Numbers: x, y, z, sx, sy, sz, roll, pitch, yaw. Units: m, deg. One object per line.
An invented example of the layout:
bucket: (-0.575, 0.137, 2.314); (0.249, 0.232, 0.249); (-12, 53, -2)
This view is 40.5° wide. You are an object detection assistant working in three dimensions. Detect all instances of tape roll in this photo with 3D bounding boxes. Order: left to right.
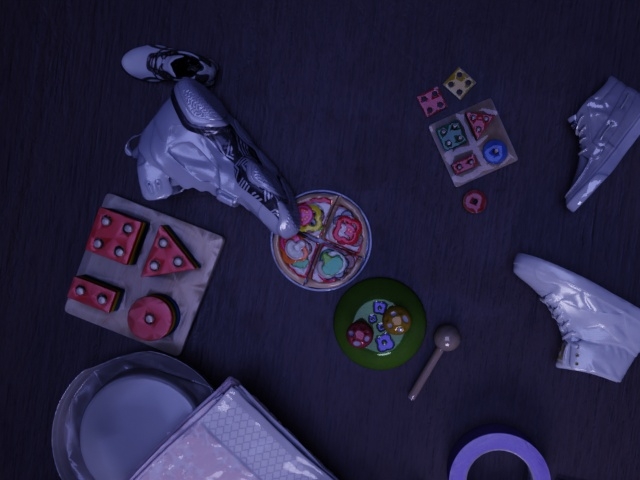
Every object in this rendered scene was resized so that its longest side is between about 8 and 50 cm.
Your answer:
tape roll: (0.337, 0.451, 1.654); (0.189, 0.080, 0.188); (0, 90, 6)

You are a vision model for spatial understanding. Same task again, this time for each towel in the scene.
towel: (-0.163, 0.473, 1.623); (0.317, 0.053, 0.332); (-45, 102, -3)

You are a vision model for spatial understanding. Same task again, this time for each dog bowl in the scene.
dog bowl: (-0.340, 0.381, 1.705); (0.349, 0.102, 0.348); (0, 92, 5)

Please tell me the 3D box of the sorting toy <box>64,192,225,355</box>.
sorting toy: (-0.355, 0.068, 1.708); (0.256, 0.089, 0.257); (21, 92, 5)

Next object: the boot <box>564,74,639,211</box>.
boot: (0.510, -0.185, 1.633); (0.123, 0.095, 0.258); (38, 85, 10)

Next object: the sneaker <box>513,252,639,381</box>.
sneaker: (0.465, 0.153, 1.625); (0.293, 0.108, 0.169); (29, 90, 3)

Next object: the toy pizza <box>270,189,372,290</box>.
toy pizza: (0.000, 0.000, 1.703); (0.201, 0.032, 0.201); (0, 91, 5)

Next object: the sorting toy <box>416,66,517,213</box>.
sorting toy: (0.290, -0.197, 1.667); (0.132, 0.046, 0.274); (-24, 88, 5)

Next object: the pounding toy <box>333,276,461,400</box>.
pounding toy: (0.134, 0.179, 1.654); (0.237, 0.110, 0.183); (36, 94, 4)

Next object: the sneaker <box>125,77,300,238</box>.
sneaker: (-0.210, -0.114, 1.671); (0.210, 0.137, 0.365); (-39, 90, 15)

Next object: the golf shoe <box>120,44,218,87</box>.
golf shoe: (-0.302, -0.349, 1.697); (0.198, 0.094, 0.077); (6, 92, 6)
